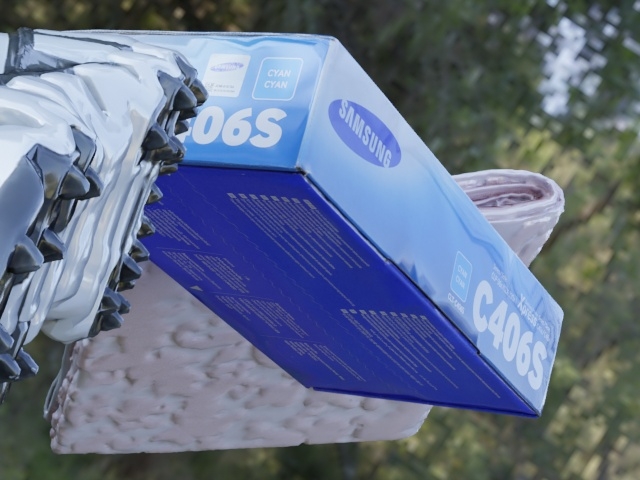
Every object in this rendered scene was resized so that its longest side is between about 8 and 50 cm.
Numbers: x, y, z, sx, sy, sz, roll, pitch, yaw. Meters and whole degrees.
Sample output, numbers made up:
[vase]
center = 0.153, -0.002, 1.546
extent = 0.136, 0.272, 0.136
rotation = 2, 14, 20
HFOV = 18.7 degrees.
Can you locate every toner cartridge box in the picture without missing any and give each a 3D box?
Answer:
[toner cartridge box]
center = 0.000, 0.000, 1.077
extent = 0.165, 0.075, 0.348
rotation = 4, -22, 28

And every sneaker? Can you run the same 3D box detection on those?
[sneaker]
center = -0.090, -0.020, 0.430
extent = 0.106, 0.078, 0.234
rotation = 22, 9, 1

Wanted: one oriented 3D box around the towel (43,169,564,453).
[towel]
center = -0.023, 0.057, 1.401
extent = 0.317, 0.053, 0.332
rotation = -1, -32, -19
